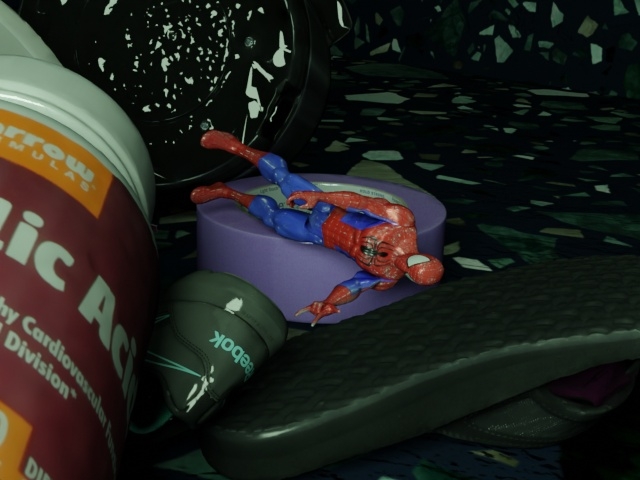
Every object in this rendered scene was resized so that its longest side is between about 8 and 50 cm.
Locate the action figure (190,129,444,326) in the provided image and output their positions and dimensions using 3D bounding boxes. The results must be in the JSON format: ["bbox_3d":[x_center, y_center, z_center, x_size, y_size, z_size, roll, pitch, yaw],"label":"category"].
[{"bbox_3d":[-0.026,-0.015,0.840,0.280,0.091,0.139,24,24,30],"label":"action figure"}]

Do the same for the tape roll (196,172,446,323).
[{"bbox_3d":[0.000,0.000,1.050,0.275,0.090,0.275,1,17,0],"label":"tape roll"}]

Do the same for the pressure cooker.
[{"bbox_3d":[-0.175,-0.235,1.279,0.370,0.375,0.420,18,5,6],"label":"pressure cooker"}]

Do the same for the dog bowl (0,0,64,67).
[{"bbox_3d":[-0.351,-0.060,0.819,0.349,0.348,0.102,10,33,23],"label":"dog bowl"}]

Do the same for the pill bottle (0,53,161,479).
[{"bbox_3d":[-0.206,0.058,0.501,0.224,0.224,0.392,2,32,-2],"label":"pill bottle"}]

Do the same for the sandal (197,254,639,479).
[{"bbox_3d":[0.123,0.107,0.752,0.446,0.107,0.167,-14,22,-9],"label":"sandal"}]

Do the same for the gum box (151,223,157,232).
[{"bbox_3d":[-0.279,-0.006,1.018,0.107,0.062,0.188,20,10,39],"label":"gum box"}]

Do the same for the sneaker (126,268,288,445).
[{"bbox_3d":[-0.143,0.088,0.693,0.267,0.101,0.106,-14,37,47],"label":"sneaker"}]
